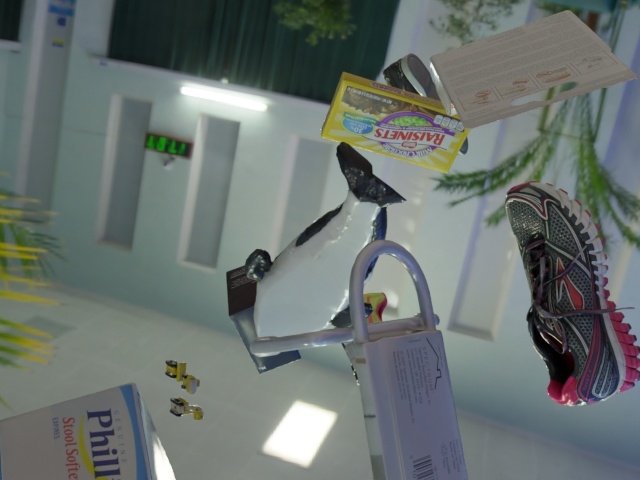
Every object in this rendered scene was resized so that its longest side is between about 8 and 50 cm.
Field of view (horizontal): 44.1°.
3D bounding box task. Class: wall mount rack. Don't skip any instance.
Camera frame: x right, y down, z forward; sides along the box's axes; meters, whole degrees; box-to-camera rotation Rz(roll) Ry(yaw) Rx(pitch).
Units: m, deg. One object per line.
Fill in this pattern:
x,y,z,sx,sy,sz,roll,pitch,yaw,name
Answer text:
0.077,0.180,0.755,0.130,0.350,0.304,-14,171,40,wall mount rack

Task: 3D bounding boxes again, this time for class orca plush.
0.000,0.000,0.883,0.151,0.287,0.102,13,-136,-1,orca plush

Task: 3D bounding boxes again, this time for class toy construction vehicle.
-0.221,0.245,1.300,0.035,0.086,0.098,-1,-175,-37,toy construction vehicle

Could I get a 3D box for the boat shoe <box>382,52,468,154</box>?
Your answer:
0.206,-0.254,1.531,0.068,0.228,0.081,-21,-156,38,boat shoe

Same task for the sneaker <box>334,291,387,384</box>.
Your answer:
0.087,0.159,1.045,0.094,0.209,0.081,-22,164,-1,sneaker

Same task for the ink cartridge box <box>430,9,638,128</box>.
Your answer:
0.230,-0.177,0.886,0.181,0.056,0.225,-17,-147,7,ink cartridge box

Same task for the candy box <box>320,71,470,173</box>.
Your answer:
0.113,-0.170,1.162,0.205,0.105,0.027,14,-138,-10,candy box

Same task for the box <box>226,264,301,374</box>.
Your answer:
-0.113,0.146,1.549,0.093,0.156,0.158,-21,-149,3,box

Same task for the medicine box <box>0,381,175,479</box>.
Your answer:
-0.219,0.346,0.835,0.149,0.289,0.263,-15,-130,-9,medicine box

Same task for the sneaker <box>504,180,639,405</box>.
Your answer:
0.310,0.064,1.024,0.112,0.299,0.121,-16,168,-20,sneaker
